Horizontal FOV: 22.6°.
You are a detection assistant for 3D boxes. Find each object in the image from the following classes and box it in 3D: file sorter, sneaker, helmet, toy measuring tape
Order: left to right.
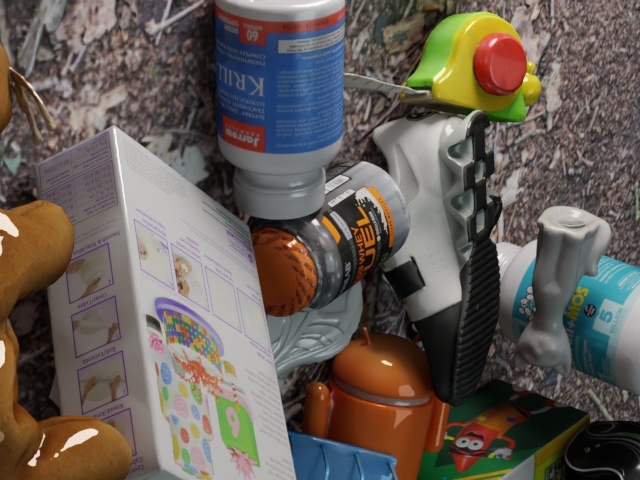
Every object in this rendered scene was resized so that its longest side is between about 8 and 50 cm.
[{"bbox_3d":[-0.042,0.082,1.681,0.232,0.090,0.115,-41,133,-33],"label":"sneaker"},{"bbox_3d":[-0.009,0.283,1.735,0.104,0.170,0.118,-112,-143,-80],"label":"file sorter"},{"bbox_3d":[0.117,0.019,1.784,0.122,0.146,0.330,-18,108,-64],"label":"sneaker"},{"bbox_3d":[0.122,-0.204,1.732,0.330,0.121,0.121,9,101,-39],"label":"toy measuring tape"},{"bbox_3d":[0.398,0.312,2.022,0.169,0.161,0.169,-25,124,-44],"label":"helmet"}]

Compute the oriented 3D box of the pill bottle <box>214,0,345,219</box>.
[{"bbox_3d":[-0.039,-0.138,1.537,0.124,0.124,0.221,-26,126,-42],"label":"pill bottle"}]

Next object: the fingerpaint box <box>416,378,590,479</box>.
[{"bbox_3d":[0.172,0.460,2.076,0.371,0.163,0.444,-27,125,-42],"label":"fingerpaint box"}]

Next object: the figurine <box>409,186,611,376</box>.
[{"bbox_3d":[0.218,0.053,1.892,0.092,0.215,0.209,-47,150,-63],"label":"figurine"}]

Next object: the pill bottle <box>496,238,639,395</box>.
[{"bbox_3d":[0.321,0.084,1.985,0.146,0.264,0.146,-26,126,-42],"label":"pill bottle"}]

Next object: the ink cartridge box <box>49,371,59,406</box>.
[{"bbox_3d":[-0.193,0.128,1.499,0.181,0.062,0.104,58,31,-46],"label":"ink cartridge box"}]

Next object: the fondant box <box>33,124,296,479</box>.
[{"bbox_3d":[-0.132,0.097,1.401,0.238,0.096,0.330,39,32,-53],"label":"fondant box"}]

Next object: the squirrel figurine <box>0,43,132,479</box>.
[{"bbox_3d":[-0.342,0.003,1.121,0.397,0.281,0.370,-11,110,-51],"label":"squirrel figurine"}]

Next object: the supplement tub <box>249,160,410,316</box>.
[{"bbox_3d":[0.000,0.000,1.642,0.190,0.117,0.117,-35,134,-49],"label":"supplement tub"}]

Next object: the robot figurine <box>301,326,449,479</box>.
[{"bbox_3d":[0.066,0.202,1.842,0.128,0.158,0.219,-45,147,-72],"label":"robot figurine"}]
